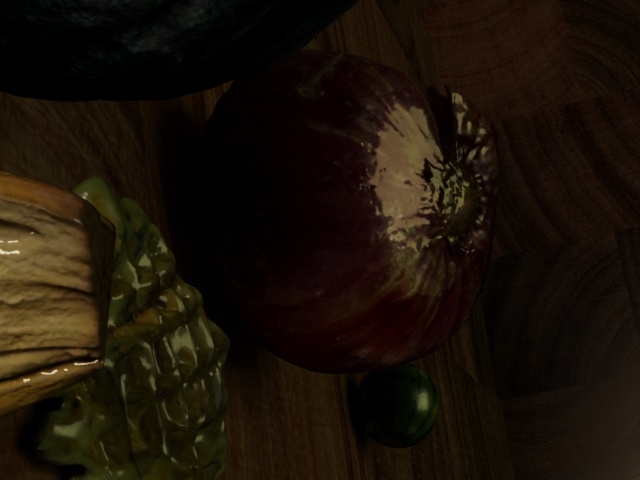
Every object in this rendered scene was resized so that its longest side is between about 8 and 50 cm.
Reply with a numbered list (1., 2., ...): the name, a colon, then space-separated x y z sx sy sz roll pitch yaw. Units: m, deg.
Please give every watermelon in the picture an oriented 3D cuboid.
1. watermelon: 0.086 0.182 1.367 0.109 0.109 0.109 -13 90 -77

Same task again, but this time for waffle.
1. waffle: -0.104 0.082 0.748 0.223 0.054 0.204 61 20 -47

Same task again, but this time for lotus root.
1. lotus root: -0.151 0.012 0.514 0.159 0.135 0.095 83 4 -45

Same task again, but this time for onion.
1. onion: 0.005 -0.019 0.979 0.230 0.272 0.256 4 65 -49

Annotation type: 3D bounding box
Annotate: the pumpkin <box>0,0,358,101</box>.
1. pumpkin: -0.110 -0.241 0.530 0.363 0.266 0.364 43 37 -45
